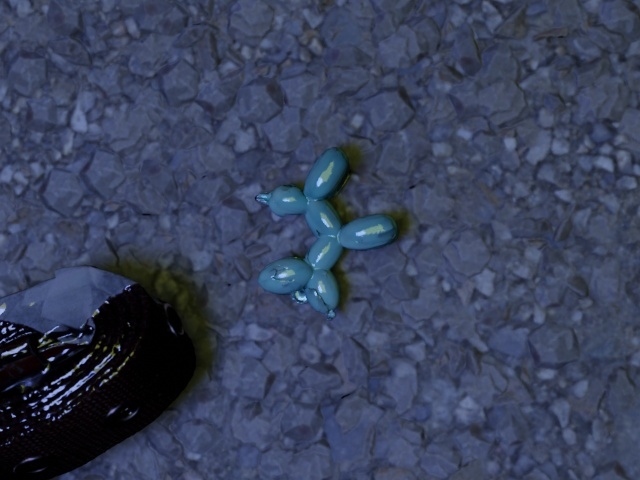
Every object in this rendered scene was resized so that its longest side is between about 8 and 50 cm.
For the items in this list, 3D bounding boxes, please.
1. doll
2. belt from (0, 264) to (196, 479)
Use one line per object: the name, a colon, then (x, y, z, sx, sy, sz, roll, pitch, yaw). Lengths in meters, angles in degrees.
doll: (0.000, 0.000, 1.450, 0.159, 0.059, 0.159, -30, 84, 4)
belt: (-0.276, 0.146, 1.441, 0.289, 0.164, 0.184, -26, 58, 8)
